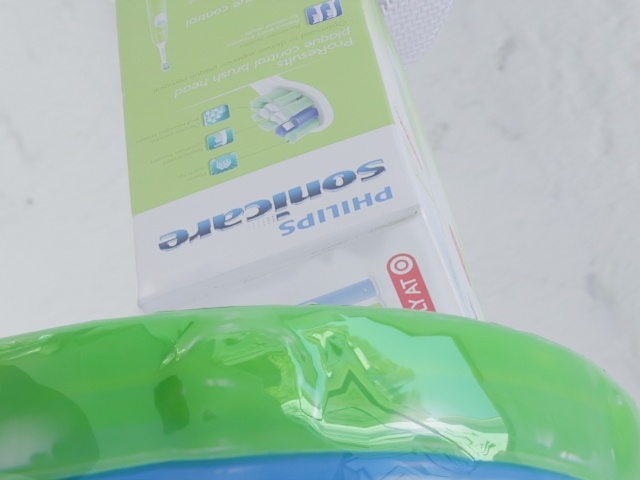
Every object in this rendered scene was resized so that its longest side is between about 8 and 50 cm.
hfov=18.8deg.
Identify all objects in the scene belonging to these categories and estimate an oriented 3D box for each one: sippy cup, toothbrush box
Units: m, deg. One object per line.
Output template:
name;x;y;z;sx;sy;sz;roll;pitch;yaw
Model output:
sippy cup;-0.021;0.160;0.465;0.305;0.240;0.224;-5;-113;-4
toothbrush box;0.000;0.000;0.887;0.122;0.283;0.206;-19;-55;7

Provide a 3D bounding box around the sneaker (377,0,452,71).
sneaker;-0.040;-0.121;1.313;0.268;0.101;0.153;-49;-120;7
